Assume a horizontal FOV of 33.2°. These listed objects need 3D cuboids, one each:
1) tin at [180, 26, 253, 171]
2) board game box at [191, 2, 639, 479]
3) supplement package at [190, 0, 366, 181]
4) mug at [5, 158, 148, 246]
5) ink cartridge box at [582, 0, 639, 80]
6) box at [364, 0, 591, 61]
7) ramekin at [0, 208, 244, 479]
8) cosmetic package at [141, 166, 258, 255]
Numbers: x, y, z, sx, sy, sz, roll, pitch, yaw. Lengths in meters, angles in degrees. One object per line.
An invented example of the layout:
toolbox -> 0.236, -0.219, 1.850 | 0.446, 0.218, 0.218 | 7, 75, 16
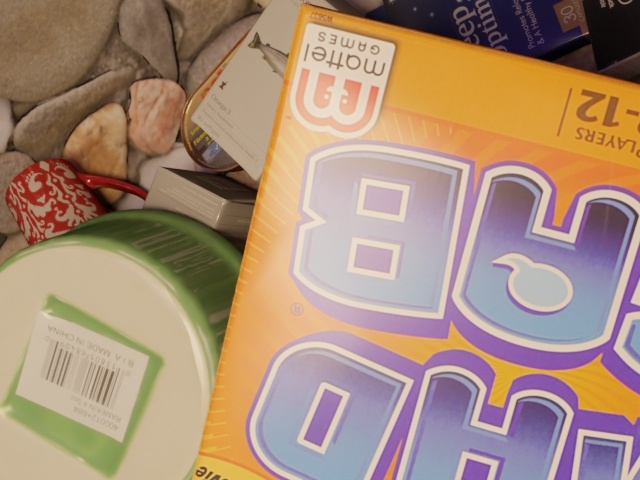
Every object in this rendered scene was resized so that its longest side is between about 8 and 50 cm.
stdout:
tin -> -0.075, -0.156, 1.176 | 0.190, 0.040, 0.106 | -44, 73, 21
board game box -> 0.145, 0.051, 0.791 | 0.356, 0.356, 0.356 | 15, 100, 7
supplement package -> -0.023, -0.155, 1.068 | 0.105, 0.105, 0.179 | 44, 108, 22
mug -> -0.274, -0.012, 1.260 | 0.169, 0.150, 0.113 | 51, 148, 25
ink cartridge box -> 0.310, -0.270, 0.916 | 0.208, 0.045, 0.206 | -23, 69, 44
box -> 0.148, -0.214, 1.055 | 0.225, 0.036, 0.136 | -24, 77, 28
ramekin -> -0.197, 0.124, 1.030 | 0.304, 0.148, 0.303 | 1, 95, 16
cosmetic package -> -0.147, 0.047, 1.159 | 0.107, 0.127, 0.237 | 26, 102, 26
